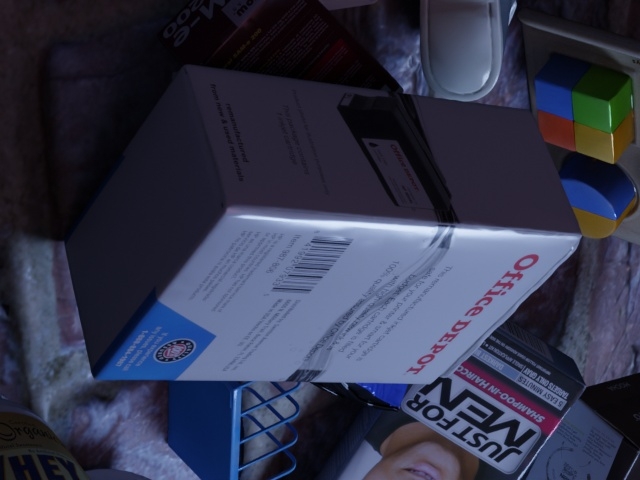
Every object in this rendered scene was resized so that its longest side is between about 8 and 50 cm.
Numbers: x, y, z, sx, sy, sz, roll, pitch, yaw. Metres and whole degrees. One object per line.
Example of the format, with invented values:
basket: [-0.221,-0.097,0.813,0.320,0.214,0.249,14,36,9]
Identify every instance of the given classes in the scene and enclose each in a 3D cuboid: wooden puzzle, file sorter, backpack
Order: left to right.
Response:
file sorter: [-0.089,0.172,1.856,0.104,0.118,0.170,-23,134,-31]
backpack: [0.033,0.128,1.945,0.120,0.098,0.101,27,73,-49]
wooden puzzle: [0.360,-0.077,1.883,0.080,0.322,0.348,-52,146,-27]

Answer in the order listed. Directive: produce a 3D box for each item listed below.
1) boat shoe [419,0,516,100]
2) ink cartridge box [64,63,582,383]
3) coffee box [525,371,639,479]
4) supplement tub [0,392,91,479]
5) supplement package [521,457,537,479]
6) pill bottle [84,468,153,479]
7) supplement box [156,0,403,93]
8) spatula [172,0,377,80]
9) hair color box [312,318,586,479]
boat shoe: [0.152,-0.300,1.723,0.099,0.116,0.319,-66,161,-59]
ink cartridge box: [0.000,0.000,1.642,0.395,0.166,0.285,4,144,-33]
coffee box: [0.335,0.319,2.124,0.168,0.119,0.297,-8,130,-44]
supplement tub: [-0.307,0.287,1.602,0.228,0.316,0.228,-23,135,-26]
supplement package: [0.206,0.312,2.206,0.244,0.134,0.139,-54,142,7]
pill bottle: [-0.243,0.409,1.873,0.169,0.169,0.301,-11,128,-35]
supplement box: [-0.033,-0.165,1.633,0.130,0.073,0.239,-45,145,4]
spatula: [-0.043,-0.172,1.691,0.242,0.019,0.168,-14,129,-33]
hair color box: [0.127,0.259,2.049,0.185,0.113,0.374,32,102,-7]
